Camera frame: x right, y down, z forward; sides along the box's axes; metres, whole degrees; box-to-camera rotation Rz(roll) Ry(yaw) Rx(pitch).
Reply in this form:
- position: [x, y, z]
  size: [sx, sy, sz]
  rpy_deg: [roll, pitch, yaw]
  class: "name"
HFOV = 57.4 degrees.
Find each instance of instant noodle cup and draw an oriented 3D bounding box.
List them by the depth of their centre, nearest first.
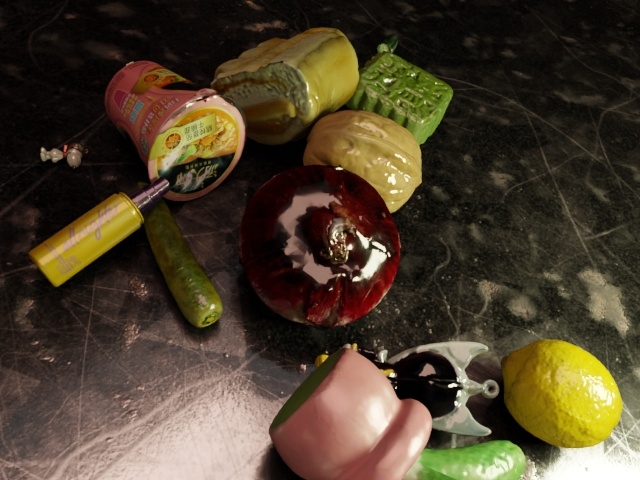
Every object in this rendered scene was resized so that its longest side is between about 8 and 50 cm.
- position: [-0.318, -0.247, 1.218]
  size: [0.243, 0.244, 0.255]
  rpy_deg: [-30, 56, -32]
  class: "instant noodle cup"

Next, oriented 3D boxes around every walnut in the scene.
- position: [0.091, -0.164, 1.247]
  size: [0.260, 0.225, 0.225]
  rpy_deg: [20, 50, -1]
  class: "walnut"

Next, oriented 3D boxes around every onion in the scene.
- position: [0.000, 0.000, 1.066]
  size: [0.313, 0.232, 0.314]
  rpy_deg: [3, 72, -9]
  class: "onion"

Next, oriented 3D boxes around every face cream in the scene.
- position: [-0.389, -0.028, 1.067]
  size: [0.078, 0.078, 0.273]
  rpy_deg: [41, 65, 19]
  class: "face cream"

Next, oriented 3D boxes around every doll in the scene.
- position: [0.147, 0.251, 1.000]
  size: [0.315, 0.103, 0.146]
  rpy_deg: [5, 45, -3]
  class: "doll"
- position: [-0.533, -0.180, 1.216]
  size: [0.085, 0.040, 0.058]
  rpy_deg: [14, 60, -4]
  class: "doll"

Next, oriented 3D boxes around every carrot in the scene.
- position: [-0.282, 0.011, 1.104]
  size: [0.074, 0.074, 0.359]
  rpy_deg: [-18, 57, -26]
  class: "carrot"

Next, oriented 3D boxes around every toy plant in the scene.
- position: [0.115, 0.320, 0.865]
  size: [0.356, 0.211, 0.317]
  rpy_deg: [41, 59, 8]
  class: "toy plant"

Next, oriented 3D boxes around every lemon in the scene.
- position: [0.414, 0.266, 1.013]
  size: [0.180, 0.180, 0.193]
  rpy_deg: [-26, 84, -30]
  class: "lemon"

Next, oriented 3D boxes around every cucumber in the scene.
- position: [0.202, -0.576, 1.720]
  size: [0.048, 0.048, 0.105]
  rpy_deg: [24, 45, 6]
  class: "cucumber"

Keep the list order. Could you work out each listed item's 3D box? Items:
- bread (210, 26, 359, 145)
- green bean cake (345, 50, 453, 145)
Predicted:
- position: [-0.061, -0.362, 1.371]
  size: [0.300, 0.210, 0.341]
  rpy_deg: [3, 36, 31]
  class: "bread"
- position: [0.194, -0.363, 1.492]
  size: [0.248, 0.125, 0.222]
  rpy_deg: [31, 51, 11]
  class: "green bean cake"
